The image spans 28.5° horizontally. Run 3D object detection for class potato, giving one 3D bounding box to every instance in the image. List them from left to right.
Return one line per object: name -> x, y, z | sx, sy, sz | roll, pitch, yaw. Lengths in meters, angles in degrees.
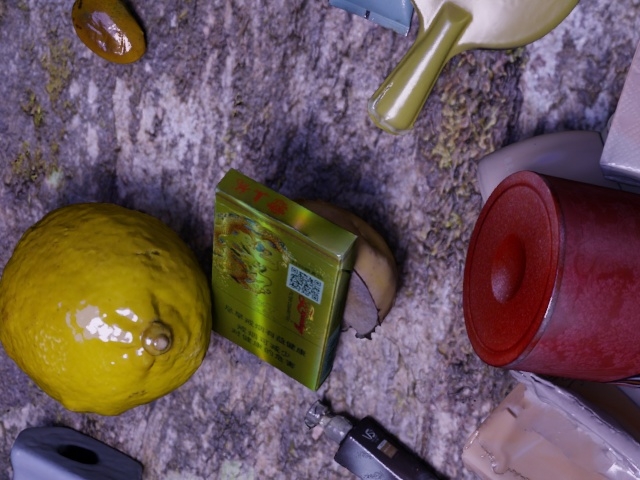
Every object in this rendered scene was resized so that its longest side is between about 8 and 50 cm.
potato -> 0.000, 0.000, 1.541 | 0.243, 0.098, 0.138 | 35, 149, 3

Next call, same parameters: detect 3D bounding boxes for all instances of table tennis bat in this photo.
table tennis bat -> 0.170, -0.282, 1.470 | 0.224, 0.054, 0.369 | 31, 111, -2

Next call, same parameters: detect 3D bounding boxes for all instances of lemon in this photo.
lemon -> -0.266, 0.088, 1.590 | 0.321, 0.268, 0.268 | 29, 111, 43

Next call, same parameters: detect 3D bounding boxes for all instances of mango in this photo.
mango -> -0.277, -0.279, 1.652 | 0.114, 0.057, 0.079 | 41, 107, 1

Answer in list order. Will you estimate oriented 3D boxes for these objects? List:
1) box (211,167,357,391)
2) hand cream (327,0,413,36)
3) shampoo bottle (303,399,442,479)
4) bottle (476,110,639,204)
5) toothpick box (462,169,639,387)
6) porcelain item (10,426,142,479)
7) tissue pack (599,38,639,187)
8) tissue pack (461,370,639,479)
box -> -0.052, 0.056, 1.533 | 0.173, 0.043, 0.311 | 29, 147, 14
hand cream -> 0.107, -0.404, 1.484 | 0.111, 0.070, 0.312 | 27, 116, 14
shampoo bottle -> 0.068, 0.278, 1.614 | 0.207, 0.057, 0.064 | 36, 118, 14
bottle -> 0.308, -0.067, 1.416 | 0.236, 0.147, 0.148 | -22, 91, 16
toothpick box -> 0.339, 0.054, 1.303 | 0.333, 0.204, 0.204 | 11, 107, -19
porcelain item -> -0.397, 0.478, 1.754 | 0.242, 0.178, 0.405 | 22, 99, 18
tissue pack -> 0.420, -0.198, 1.311 | 0.170, 0.071, 0.326 | 17, 79, 20
tissue pack -> 0.330, 0.249, 1.347 | 0.305, 0.238, 0.239 | 39, 112, 29
